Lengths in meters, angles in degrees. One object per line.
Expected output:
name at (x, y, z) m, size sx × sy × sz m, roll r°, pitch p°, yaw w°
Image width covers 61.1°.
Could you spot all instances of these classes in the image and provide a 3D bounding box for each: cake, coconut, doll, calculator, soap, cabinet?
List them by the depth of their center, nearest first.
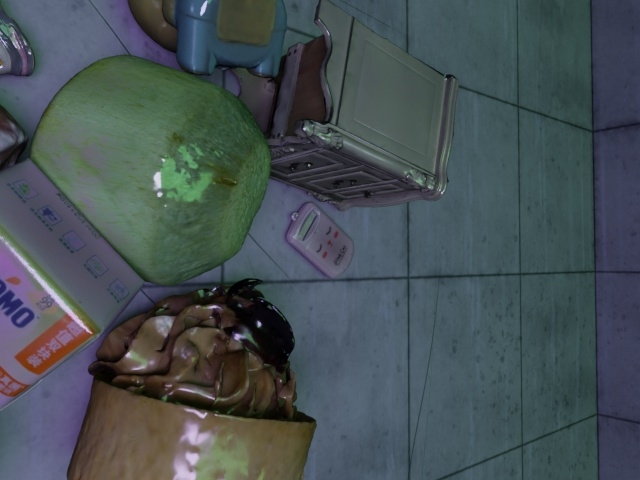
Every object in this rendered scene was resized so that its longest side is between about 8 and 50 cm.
soap at (-0.333, 0.048, 0.586) m, size 0.199 × 0.182 × 0.138 m, roll 51°, pitch 14°, yaw -11°
coconut at (-0.243, -0.098, 0.746) m, size 0.281 × 0.328 × 0.329 m, roll 25°, pitch 66°, yaw -81°
cake at (-0.155, 0.203, 0.772) m, size 0.332 × 0.332 × 0.321 m, roll 22°, pitch 73°, yaw -37°
doll at (-0.182, -0.352, 0.817) m, size 0.176 × 0.260 × 0.162 m, roll -13°, pitch 127°, yaw -38°
cabinet at (0.023, -0.206, 0.953) m, size 0.317 × 0.289 × 0.228 m, roll 15°, pitch 79°, yaw -38°
calculator at (0.000, 0.000, 1.092) m, size 0.175 × 0.032 × 0.100 m, roll 43°, pitch 63°, yaw -30°

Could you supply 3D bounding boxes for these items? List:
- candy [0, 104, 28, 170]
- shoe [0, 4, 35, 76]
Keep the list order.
candy at (-0.462, -0.079, 0.579) m, size 0.157 × 0.214 × 0.290 m, roll 59°, pitch 31°, yaw -20°
shoe at (-0.455, -0.281, 0.690) m, size 0.092 × 0.089 × 0.180 m, roll -42°, pitch 122°, yaw -30°
